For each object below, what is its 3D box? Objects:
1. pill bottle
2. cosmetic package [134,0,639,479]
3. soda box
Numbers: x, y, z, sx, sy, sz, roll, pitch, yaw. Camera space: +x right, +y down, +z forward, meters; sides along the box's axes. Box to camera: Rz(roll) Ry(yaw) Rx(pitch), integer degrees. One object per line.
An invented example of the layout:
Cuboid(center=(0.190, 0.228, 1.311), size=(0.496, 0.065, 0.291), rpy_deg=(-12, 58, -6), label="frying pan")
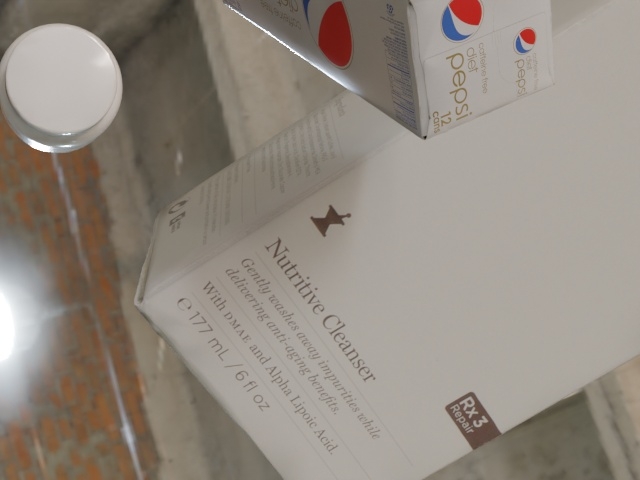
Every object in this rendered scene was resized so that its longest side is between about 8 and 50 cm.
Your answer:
Cuboid(center=(-0.347, -0.201, 1.533), size=(0.283, 0.160, 0.160), rpy_deg=(-172, -106, -75), label="pill bottle")
Cuboid(center=(0.103, -0.014, 0.742), size=(0.385, 0.156, 0.217), rpy_deg=(-33, -69, 11), label="cosmetic package")
Cuboid(center=(0.019, -0.128, 0.563), size=(0.216, 0.074, 0.069), rpy_deg=(43, -29, 50), label="soda box")
